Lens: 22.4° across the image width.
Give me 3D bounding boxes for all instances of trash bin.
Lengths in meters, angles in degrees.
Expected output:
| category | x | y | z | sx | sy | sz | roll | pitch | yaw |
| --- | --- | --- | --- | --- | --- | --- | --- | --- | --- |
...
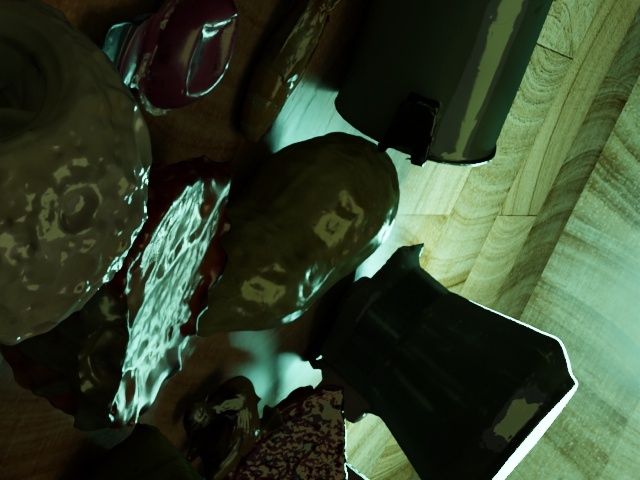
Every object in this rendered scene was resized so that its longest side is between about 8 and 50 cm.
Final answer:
| category | x | y | z | sx | sy | sz | roll | pitch | yaw |
| --- | --- | --- | --- | --- | --- | --- | --- | --- | --- |
| trash bin | 0.160 | -0.256 | 2.011 | 0.277 | 0.217 | 0.262 | -70 | 179 | -65 |

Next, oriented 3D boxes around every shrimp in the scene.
| category | x | y | z | sx | sy | sz | roll | pitch | yaw |
| --- | --- | --- | --- | --- | --- | --- | --- | --- | --- |
| shrimp | -0.024 | -0.214 | 1.843 | 0.236 | 0.053 | 0.133 | -62 | 160 | 11 |

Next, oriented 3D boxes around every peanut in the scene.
| category | x | y | z | sx | sy | sz | roll | pitch | yaw |
| --- | --- | --- | --- | --- | --- | --- | --- | --- | --- |
| peanut | -0.035 | -0.011 | 1.910 | 0.387 | 0.169 | 0.192 | -42 | 166 | -44 |

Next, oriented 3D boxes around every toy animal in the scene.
| category | x | y | z | sx | sy | sz | roll | pitch | yaw |
| --- | --- | --- | --- | --- | --- | --- | --- | --- | --- |
| toy animal | -0.140 | 0.266 | 2.183 | 0.179 | 0.089 | 0.188 | -9 | 125 | -55 |

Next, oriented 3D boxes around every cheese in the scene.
| category | x | y | z | sx | sy | sz | roll | pitch | yaw |
| --- | --- | --- | --- | --- | --- | --- | --- | --- | --- |
| cheese | -0.147 | -0.184 | 1.544 | 0.244 | 0.062 | 0.155 | -24 | 138 | -60 |

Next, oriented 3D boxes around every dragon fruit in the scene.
| category | x | y | z | sx | sy | sz | roll | pitch | yaw |
| --- | --- | --- | --- | --- | --- | --- | --- | --- | --- |
| dragon fruit | -0.080 | 0.342 | 2.372 | 0.205 | 0.152 | 0.317 | -7 | 112 | -22 |

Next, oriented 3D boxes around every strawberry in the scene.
| category | x | y | z | sx | sy | sz | roll | pitch | yaw |
| --- | --- | --- | --- | --- | --- | --- | --- | --- | --- |
| strawberry | -0.201 | 0.025 | 1.598 | 0.336 | 0.149 | 0.265 | -55 | 156 | -53 |

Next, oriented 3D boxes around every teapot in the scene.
| category | x | y | z | sx | sy | sz | roll | pitch | yaw |
| --- | --- | --- | --- | --- | --- | --- | --- | --- | --- |
| teapot | 0.157 | 0.224 | 2.476 | 0.376 | 0.362 | 0.305 | -50 | 165 | 0 |

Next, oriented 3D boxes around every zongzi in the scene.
| category | x | y | z | sx | sy | sz | roll | pitch | yaw |
| --- | --- | --- | --- | --- | --- | --- | --- | --- | --- |
| zongzi | -0.267 | 0.376 | 1.959 | 0.300 | 0.145 | 0.274 | -41 | 163 | -10 |

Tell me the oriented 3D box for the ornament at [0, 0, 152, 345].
| category | x | y | z | sx | sy | sz | roll | pitch | yaw |
| --- | --- | --- | --- | --- | --- | --- | --- | --- | --- |
| ornament | -0.250 | -0.047 | 1.170 | 0.259 | 0.259 | 0.225 | -48 | 164 | -36 |
